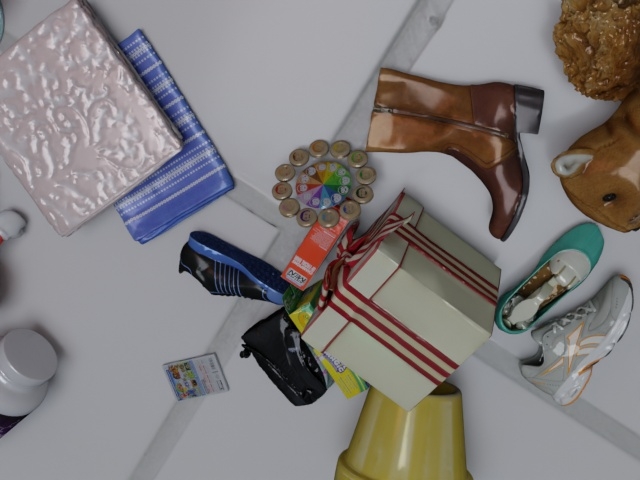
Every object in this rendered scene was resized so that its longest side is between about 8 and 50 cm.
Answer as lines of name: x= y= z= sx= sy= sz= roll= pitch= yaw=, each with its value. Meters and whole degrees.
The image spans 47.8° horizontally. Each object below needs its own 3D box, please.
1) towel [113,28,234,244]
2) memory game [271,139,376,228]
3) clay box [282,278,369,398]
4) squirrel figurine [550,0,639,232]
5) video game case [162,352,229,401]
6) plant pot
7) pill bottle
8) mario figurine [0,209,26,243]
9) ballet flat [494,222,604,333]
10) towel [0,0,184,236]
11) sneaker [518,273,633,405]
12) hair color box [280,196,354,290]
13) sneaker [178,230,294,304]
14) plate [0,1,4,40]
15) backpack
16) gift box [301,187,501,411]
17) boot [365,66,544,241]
towel: x=-0.339 y=-0.183 z=1.347 sx=0.243 sy=0.040 sz=0.336 roll=-28 pitch=99 yaw=18
memory game: x=0.005 y=-0.100 z=1.246 sx=0.186 sy=0.186 sz=0.012 roll=2 pitch=151 yaw=11
clay box: x=0.018 y=0.166 z=1.333 sx=0.053 sy=0.127 sz=0.222 roll=-30 pitch=99 yaw=18
squirrel figurine: x=0.506 y=-0.214 z=1.075 sx=0.370 sy=0.281 sz=0.397 roll=-32 pitch=84 yaw=29
video game case: x=-0.257 y=0.283 z=1.490 sx=0.122 sy=0.011 sz=0.087 roll=-15 pitch=104 yaw=16
plant pot: x=0.159 y=0.376 z=1.321 sx=0.254 sy=0.254 sz=0.238 roll=7 pitch=92 yaw=10
pill bottle: x=-0.699 y=0.322 z=1.505 sx=0.323 sy=0.181 sz=0.181 roll=-39 pitch=96 yaw=20
mario figurine: x=-0.709 y=0.014 z=1.466 sx=0.198 sy=0.170 sz=0.320 roll=6 pitch=100 yaw=48
ballet flat: x=0.398 y=0.077 z=1.246 sx=0.083 sy=0.087 sz=0.247 roll=40 pitch=110 yaw=-2
towel: x=-0.455 y=-0.218 z=1.320 sx=0.317 sy=0.053 sz=0.331 roll=-32 pitch=97 yaw=16
sneaker: x=0.441 y=0.163 z=1.262 sx=0.121 sy=0.099 sz=0.262 roll=28 pitch=110 yaw=7
hair color box: x=0.000 y=0.000 z=1.303 sx=0.053 sy=0.093 sz=0.167 roll=32 pitch=110 yaw=2
sneaker: x=-0.162 y=0.072 z=1.372 sx=0.232 sy=0.081 sz=0.090 roll=30 pitch=114 yaw=9
plate: x=-0.683 y=-0.423 z=1.353 sx=0.188 sy=0.024 sz=0.188 roll=4 pitch=108 yaw=11
backpack: x=-0.045 y=0.217 z=1.368 sx=0.152 sy=0.115 sz=0.182 roll=-33 pitch=95 yaw=35
gift box: x=0.142 y=0.074 z=1.217 sx=0.258 sy=0.255 sz=0.276 roll=35 pitch=117 yaw=-2
boot: x=0.212 y=-0.143 z=1.213 sx=0.281 sy=0.096 sz=0.264 roll=8 pitch=109 yaw=10
